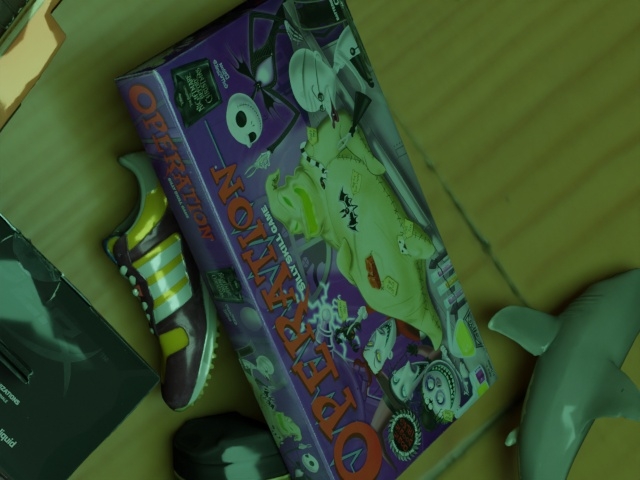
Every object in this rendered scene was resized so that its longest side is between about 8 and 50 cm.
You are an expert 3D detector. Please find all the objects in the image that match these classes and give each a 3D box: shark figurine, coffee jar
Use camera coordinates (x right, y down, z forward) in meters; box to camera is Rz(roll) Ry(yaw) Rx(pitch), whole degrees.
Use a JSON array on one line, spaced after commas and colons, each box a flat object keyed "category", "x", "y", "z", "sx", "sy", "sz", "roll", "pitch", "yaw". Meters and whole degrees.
[{"category": "shark figurine", "x": 0.204, "y": 0.151, "z": 1.504, "sx": 0.166, "sy": 0.116, "sz": 0.278, "roll": 13, "pitch": 86, "yaw": -43}, {"category": "coffee jar", "x": -0.058, "y": 0.218, "z": 1.425, "sx": 0.079, "sy": 0.096, "sz": 0.184, "roll": -8, "pitch": 99, "yaw": -21}]

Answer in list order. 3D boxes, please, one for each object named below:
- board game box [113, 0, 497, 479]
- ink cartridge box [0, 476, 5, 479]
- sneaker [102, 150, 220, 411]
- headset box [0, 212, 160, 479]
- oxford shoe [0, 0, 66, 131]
[{"category": "board game box", "x": 0.000, "y": 0.000, "z": 1.406, "sx": 0.208, "sy": 0.056, "sz": 0.346, "roll": -37, "pitch": 111, "yaw": -40}, {"category": "ink cartridge box", "x": -0.273, "y": 0.197, "z": 1.269, "sx": 0.191, "sy": 0.139, "sz": 0.082, "roll": -15, "pitch": 103, "yaw": 5}, {"category": "sneaker", "x": -0.115, "y": 0.027, "z": 1.400, "sx": 0.084, "sy": 0.069, "sz": 0.185, "roll": 4, "pitch": 88, "yaw": -15}, {"category": "headset box", "x": -0.239, "y": 0.033, "z": 1.217, "sx": 0.110, "sy": 0.293, "sz": 0.218, "roll": -47, "pitch": 112, "yaw": -12}, {"category": "oxford shoe", "x": -0.187, "y": -0.233, "z": 1.304, "sx": 0.133, "sy": 0.130, "sz": 0.363, "roll": 33, "pitch": 81, "yaw": -15}]
